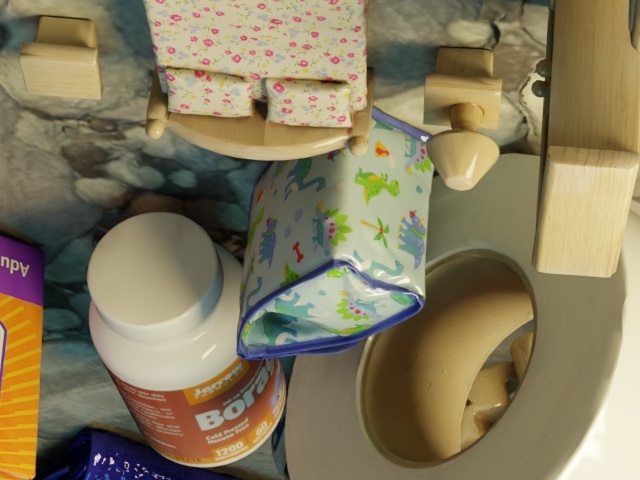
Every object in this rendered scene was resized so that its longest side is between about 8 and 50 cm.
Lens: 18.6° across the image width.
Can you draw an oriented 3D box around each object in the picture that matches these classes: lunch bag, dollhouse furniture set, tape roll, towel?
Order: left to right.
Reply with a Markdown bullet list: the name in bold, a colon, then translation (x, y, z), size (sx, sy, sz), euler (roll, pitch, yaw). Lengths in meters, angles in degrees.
- **towel**: translation (-0.137, 0.279, 1.845), size (0.308, 0.076, 0.228), euler (21, 149, -25)
- **dollhouse furniture set**: translation (-0.010, -0.102, 1.031), size (0.356, 0.173, 0.303), euler (4, 151, 4)
- **lunch bag**: translation (0.000, 0.000, 1.259), size (0.096, 0.128, 0.151), euler (27, 145, -31)
- **tape roll**: translation (0.109, 0.090, 1.243), size (0.286, 0.286, 0.100), euler (-22, 141, 41)

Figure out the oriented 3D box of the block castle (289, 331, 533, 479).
- **block castle**: translation (0.159, 0.255, 1.489), size (0.303, 0.212, 0.453), euler (7, 148, -36)

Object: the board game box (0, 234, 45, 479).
- **board game box**: translation (-0.448, 0.163, 1.356), size (0.357, 0.356, 0.356), euler (-17, 152, 37)

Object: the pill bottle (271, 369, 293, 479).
- **pill bottle**: translation (0.017, 0.133, 1.529), size (0.094, 0.094, 0.169), euler (9, 151, -5)

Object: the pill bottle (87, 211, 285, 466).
- **pill bottle**: translation (-0.099, 0.071, 1.414), size (0.121, 0.121, 0.216), euler (1, 151, 10)
